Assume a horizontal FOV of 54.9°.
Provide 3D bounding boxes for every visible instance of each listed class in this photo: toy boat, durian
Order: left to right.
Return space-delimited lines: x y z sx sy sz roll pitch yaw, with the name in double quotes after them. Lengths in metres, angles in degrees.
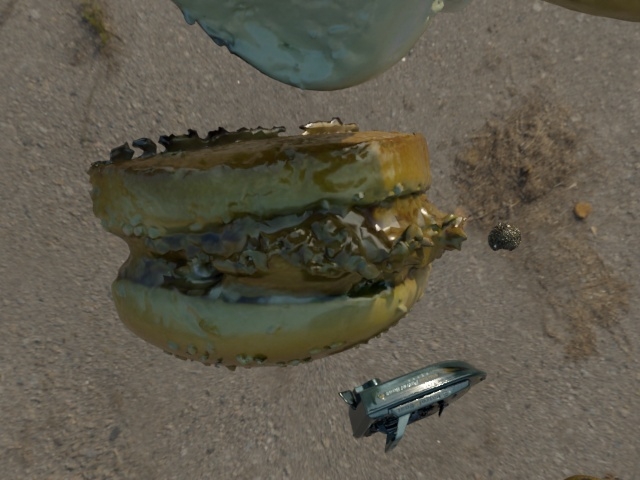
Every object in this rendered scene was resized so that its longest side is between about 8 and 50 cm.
0.156 0.243 0.945 0.246 0.093 0.103 -14 57 -23 "toy boat"
0.459 -0.004 1.542 0.080 0.080 0.091 44 53 6 "durian"

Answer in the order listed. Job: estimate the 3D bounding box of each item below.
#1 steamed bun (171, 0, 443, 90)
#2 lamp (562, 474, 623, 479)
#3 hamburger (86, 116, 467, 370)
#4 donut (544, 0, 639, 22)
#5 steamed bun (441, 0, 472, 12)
-0.009 -0.335 0.588 0.334 0.233 0.311 24 51 -38 "steamed bun"
0.211 0.294 0.500 0.185 0.161 0.161 -45 83 11 "lamp"
0.000 0.000 0.700 0.446 0.287 0.268 -13 106 -41 "hamburger"
0.227 -0.289 0.312 0.449 0.198 0.448 -6 55 9 "donut"
0.215 -0.508 1.056 0.146 0.241 0.164 -3 45 -21 "steamed bun"
